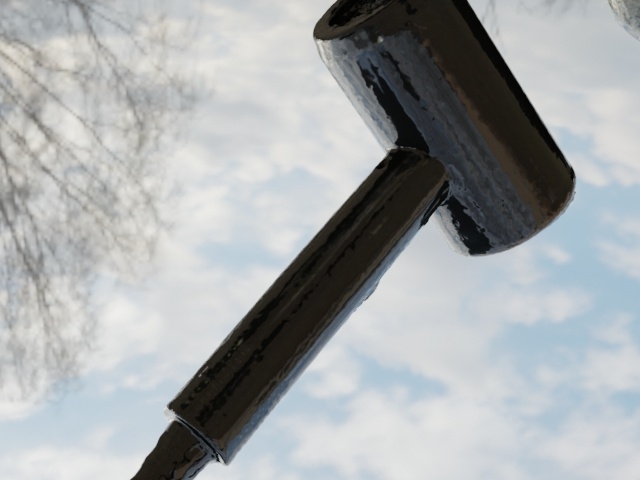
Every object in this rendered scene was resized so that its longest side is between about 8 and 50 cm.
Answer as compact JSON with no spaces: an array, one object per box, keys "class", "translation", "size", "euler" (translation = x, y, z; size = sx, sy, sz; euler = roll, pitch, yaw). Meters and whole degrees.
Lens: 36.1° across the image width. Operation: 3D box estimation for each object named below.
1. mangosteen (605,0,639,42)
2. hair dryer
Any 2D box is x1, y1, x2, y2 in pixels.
[{"class":"mangosteen","translation":[0.276,-0.258,0.611],"size":[0.300,0.300,0.300],"euler":[1,-154,0]},{"class":"hair dryer","translation":[0.000,0.000,0.399],"size":[0.255,0.128,0.070],"euler":[-47,-154,-26]}]
